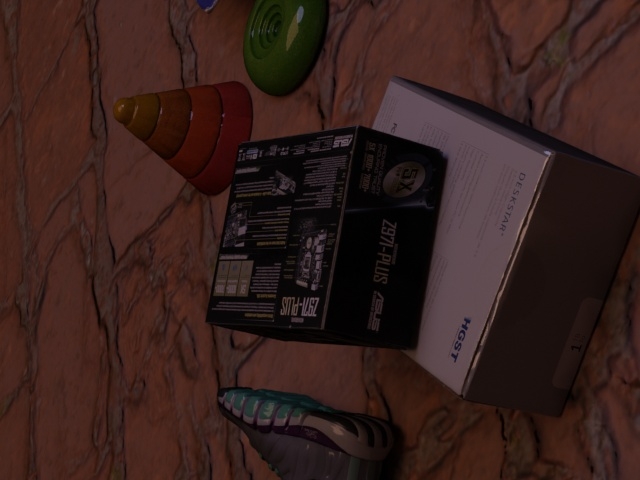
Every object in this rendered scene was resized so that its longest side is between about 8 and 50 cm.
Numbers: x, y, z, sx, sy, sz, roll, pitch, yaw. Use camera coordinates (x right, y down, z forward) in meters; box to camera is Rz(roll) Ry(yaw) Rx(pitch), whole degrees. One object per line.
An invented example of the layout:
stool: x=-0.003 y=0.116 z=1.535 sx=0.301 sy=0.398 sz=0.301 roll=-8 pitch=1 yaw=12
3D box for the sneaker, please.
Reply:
sneaker: x=-0.027 y=0.180 z=1.354 sx=0.223 sy=0.083 sz=0.098 roll=8 pitch=90 yaw=59

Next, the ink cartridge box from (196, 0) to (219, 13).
ink cartridge box: x=-0.095 y=-0.433 z=1.673 sx=0.330 sy=0.071 sz=0.324 roll=-54 pitch=34 yaw=10

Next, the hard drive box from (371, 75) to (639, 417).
hard drive box: x=0.109 y=-0.002 z=1.192 sx=0.232 sy=0.089 sz=0.181 roll=37 pitch=110 yaw=58

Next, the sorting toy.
sorting toy: x=-0.089 y=-0.198 z=1.573 sx=0.365 sy=0.126 sz=0.127 roll=-53 pitch=37 yaw=35

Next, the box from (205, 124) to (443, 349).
box: x=0.000 y=0.000 z=1.206 sx=0.180 sy=0.077 sz=0.147 roll=-3 pitch=74 yaw=59
